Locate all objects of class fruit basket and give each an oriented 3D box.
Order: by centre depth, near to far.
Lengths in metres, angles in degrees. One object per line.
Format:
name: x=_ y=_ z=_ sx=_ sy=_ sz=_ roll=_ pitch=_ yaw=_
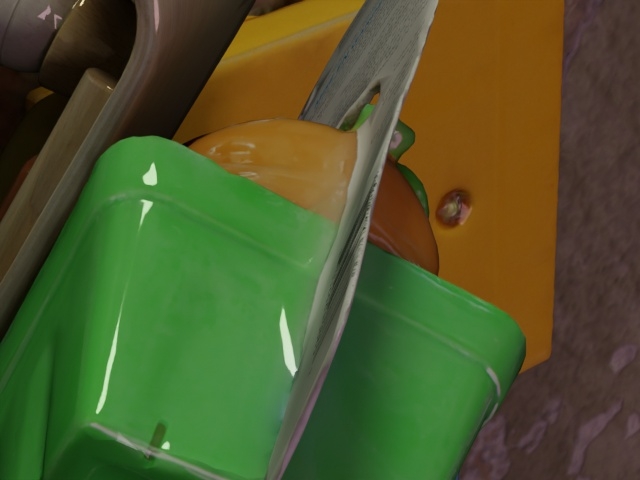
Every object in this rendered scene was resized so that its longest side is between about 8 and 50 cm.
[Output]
fruit basket: x=-0.024 y=0.042 z=0.708 sx=0.327 sy=0.165 sz=0.353 roll=-57 pitch=-175 yaw=34

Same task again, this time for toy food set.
toy food set: x=-0.129 y=-0.030 z=0.745 sx=0.306 sy=0.092 sz=0.220 roll=-56 pitch=-178 yaw=21

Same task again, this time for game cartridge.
game cartridge: x=0.000 y=0.000 z=1.016 sx=0.324 sy=0.053 sz=0.285 roll=-22 pitch=126 yaw=-29
